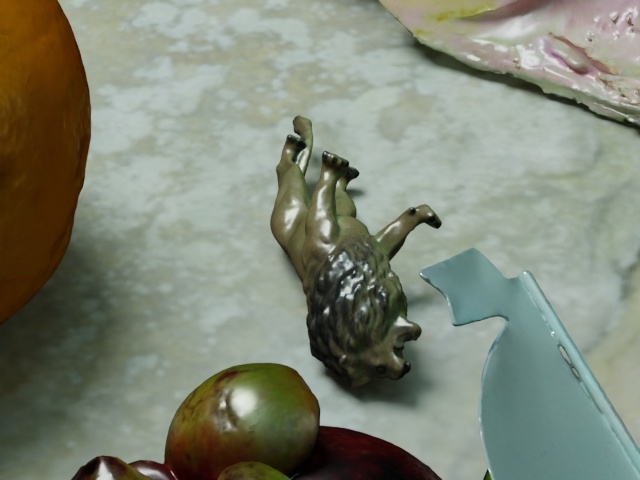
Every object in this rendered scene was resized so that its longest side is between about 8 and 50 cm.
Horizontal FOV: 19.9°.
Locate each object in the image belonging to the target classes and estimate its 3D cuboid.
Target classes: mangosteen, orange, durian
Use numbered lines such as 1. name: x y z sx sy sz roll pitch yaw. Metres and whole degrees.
1. mangosteen: -0.022 0.144 0.717 0.200 0.200 0.200 0 41 0
2. orange: -0.245 -0.057 0.905 0.261 0.261 0.261 0 41 0
3. durian: 0.208 -0.175 1.163 0.305 0.185 0.195 9 18 23

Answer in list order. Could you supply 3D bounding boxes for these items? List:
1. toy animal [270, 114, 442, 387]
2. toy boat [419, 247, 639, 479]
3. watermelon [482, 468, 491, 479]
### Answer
1. toy animal: 0.010 -0.014 0.989 0.069 0.086 0.220 29 25 -28
2. toy boat: 0.134 0.115 0.755 0.220 0.067 0.291 -8 62 -42
3. watermelon: 0.103 0.142 0.834 0.069 0.087 0.163 -37 37 15
